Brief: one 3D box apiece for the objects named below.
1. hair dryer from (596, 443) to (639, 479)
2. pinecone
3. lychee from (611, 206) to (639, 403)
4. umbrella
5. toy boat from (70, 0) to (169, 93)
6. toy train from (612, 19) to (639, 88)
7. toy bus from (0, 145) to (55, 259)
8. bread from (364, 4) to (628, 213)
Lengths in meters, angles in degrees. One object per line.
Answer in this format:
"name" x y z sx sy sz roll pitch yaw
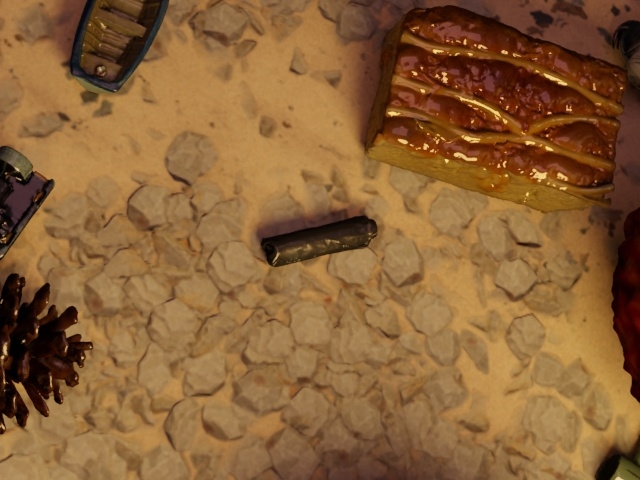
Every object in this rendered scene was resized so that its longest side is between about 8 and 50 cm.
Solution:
"hair dryer" 0.368 0.231 1.244 0.071 0.047 0.150 35 62 -5
"pinecone" -0.292 0.100 1.012 0.165 0.163 0.163 2 75 -30
"lychee" 0.511 0.058 1.137 0.425 0.424 0.500 20 55 -12
"umbrella" 0.000 0.002 1.193 0.133 0.031 0.036 -14 103 -20
"toy boat" -0.202 -0.259 1.188 0.080 0.046 0.228 21 70 -10
"toy train" 0.502 -0.255 1.364 0.202 0.131 0.299 45 68 -4
"toy bus" -0.364 -0.068 1.051 0.201 0.114 0.098 35 69 -12
"bread" 0.197 -0.146 1.250 0.275 0.114 0.184 16 71 -11
